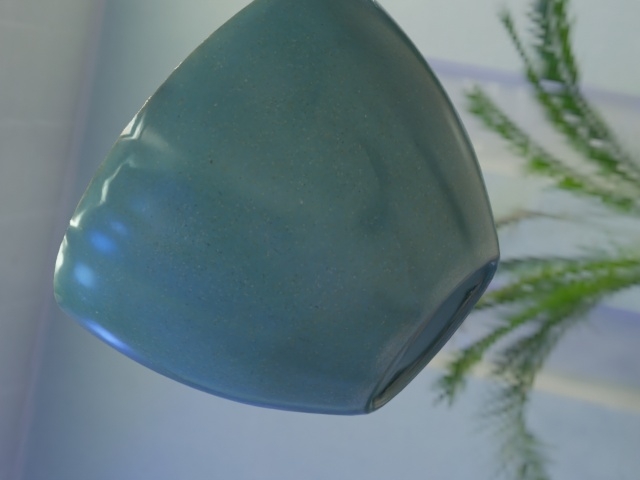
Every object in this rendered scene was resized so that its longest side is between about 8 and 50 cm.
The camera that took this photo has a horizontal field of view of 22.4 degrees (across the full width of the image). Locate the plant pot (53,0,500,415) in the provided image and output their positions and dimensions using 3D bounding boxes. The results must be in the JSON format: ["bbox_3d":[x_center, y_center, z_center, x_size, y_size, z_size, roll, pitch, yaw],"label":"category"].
[{"bbox_3d":[0.000,0.000,1.048,0.290,0.195,0.290,-46,-14,-15],"label":"plant pot"}]
